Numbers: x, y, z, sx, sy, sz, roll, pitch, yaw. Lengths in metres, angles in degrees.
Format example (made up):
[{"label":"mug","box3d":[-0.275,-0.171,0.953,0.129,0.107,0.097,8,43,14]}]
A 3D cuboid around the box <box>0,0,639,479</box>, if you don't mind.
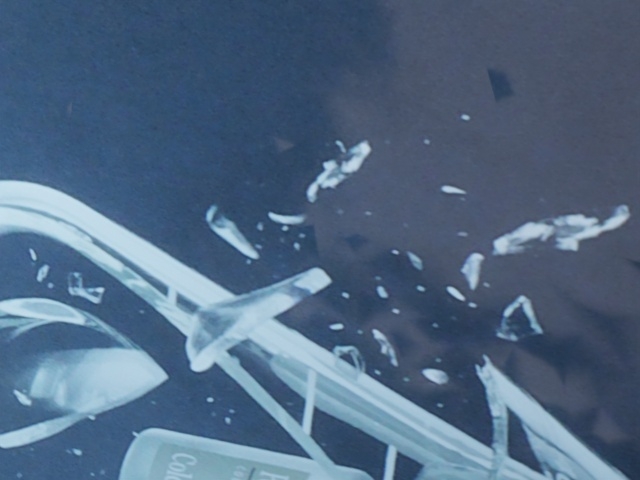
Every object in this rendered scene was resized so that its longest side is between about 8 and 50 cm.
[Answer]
[{"label":"box","box3d":[0.000,0.000,0.869,0.472,0.297,0.480,17,121,12]}]
